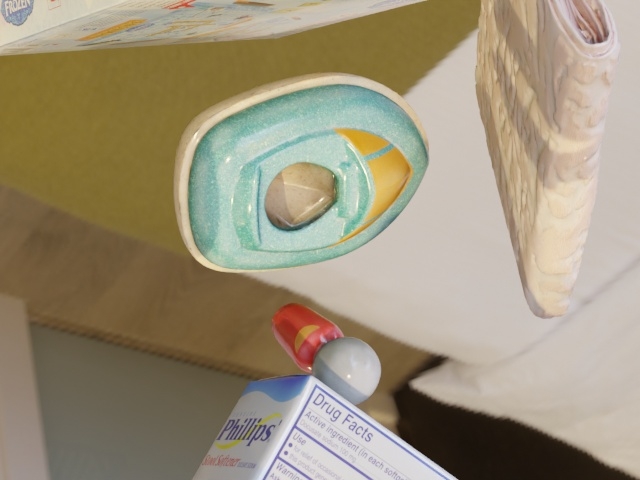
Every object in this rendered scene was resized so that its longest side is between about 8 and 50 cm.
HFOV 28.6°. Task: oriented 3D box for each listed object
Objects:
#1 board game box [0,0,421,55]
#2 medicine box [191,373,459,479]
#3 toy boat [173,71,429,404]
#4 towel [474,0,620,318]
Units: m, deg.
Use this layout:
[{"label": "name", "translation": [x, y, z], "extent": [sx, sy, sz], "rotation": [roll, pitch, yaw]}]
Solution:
[{"label": "board game box", "translation": [-0.088, -0.209, 1.036], "extent": [0.318, 0.066, 0.318], "rotation": [-10, -174, -35]}, {"label": "medicine box", "translation": [-0.005, 0.312, 1.147], "extent": [0.263, 0.289, 0.149], "rotation": [37, 158, -17]}, {"label": "toy boat", "translation": [0.000, 0.000, 1.197], "extent": [0.267, 0.148, 0.318], "rotation": [-18, 121, -25]}, {"label": "towel", "translation": [0.196, -0.147, 1.136], "extent": [0.053, 0.317, 0.332], "rotation": [-6, 140, -1]}]
